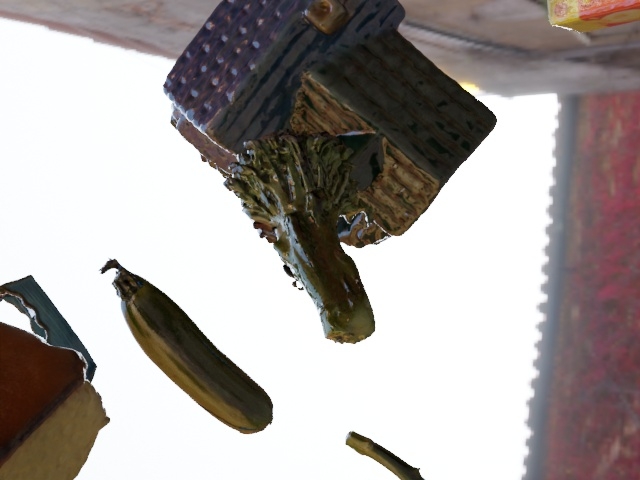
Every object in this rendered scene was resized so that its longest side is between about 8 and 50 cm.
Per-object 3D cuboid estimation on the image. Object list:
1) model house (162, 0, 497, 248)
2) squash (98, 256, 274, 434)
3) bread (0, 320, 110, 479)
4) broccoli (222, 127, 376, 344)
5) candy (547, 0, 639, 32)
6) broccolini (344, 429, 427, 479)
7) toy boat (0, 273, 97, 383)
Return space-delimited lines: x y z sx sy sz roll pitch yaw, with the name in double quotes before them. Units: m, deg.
"model house" 0.004 -0.207 1.771 0.445 0.400 0.395 41 -87 -1
"squash" -0.190 0.153 1.610 0.331 0.087 0.087 48 -127 -12
"bread" -0.406 0.185 0.996 0.323 0.333 0.143 -55 -28 -43
"broccoli" -0.006 -0.002 1.359 0.145 0.165 0.304 69 180 -51
"candy" 0.376 -0.319 1.231 0.088 0.276 0.146 -1 -96 -51
"broccolini" 0.087 0.201 0.777 0.052 0.054 0.194 -23 -114 -42
"toy boat" -0.368 0.135 1.531 0.077 0.075 0.185 -37 -86 -23
